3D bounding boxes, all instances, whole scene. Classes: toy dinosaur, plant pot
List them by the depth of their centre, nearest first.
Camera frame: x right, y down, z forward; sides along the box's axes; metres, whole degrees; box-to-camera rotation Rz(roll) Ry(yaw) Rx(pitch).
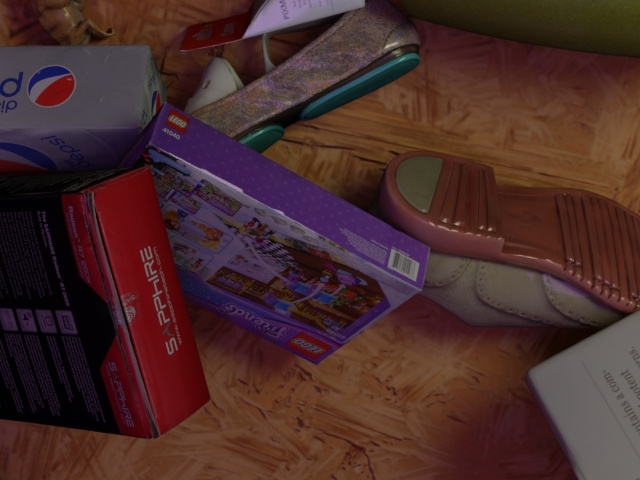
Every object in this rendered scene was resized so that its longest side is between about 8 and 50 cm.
[{"bbox_3d":[0.221,-0.287,1.131,0.293,0.275,0.275,-4,105,16],"label":"plant pot"},{"bbox_3d":[-0.266,-0.245,1.217,0.112,0.064,0.211,-32,102,9],"label":"toy dinosaur"}]

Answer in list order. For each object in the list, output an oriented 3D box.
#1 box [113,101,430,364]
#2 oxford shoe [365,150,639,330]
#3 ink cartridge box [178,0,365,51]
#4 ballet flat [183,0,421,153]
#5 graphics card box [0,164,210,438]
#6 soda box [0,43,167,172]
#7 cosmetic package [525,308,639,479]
[{"bbox_3d":[-0.070,0.003,1.189,0.293,0.057,0.201,29,142,-18],"label":"box"},{"bbox_3d":[0.224,0.029,1.281,0.397,0.140,0.146,21,134,-11],"label":"oxford shoe"},{"bbox_3d":[-0.050,-0.233,1.181,0.179,0.145,0.045,-12,110,3],"label":"ink cartridge box"},{"bbox_3d":[-0.052,-0.151,1.237,0.316,0.107,0.106,-29,83,1],"label":"ballet flat"},{"bbox_3d":[-0.286,0.056,1.178,0.371,0.094,0.233,-2,108,38],"label":"graphics card box"},{"bbox_3d":[-0.300,-0.127,1.200,0.286,0.091,0.098,0,65,6],"label":"soda box"},{"bbox_3d":[0.469,0.228,1.162,0.393,0.329,0.327,-29,130,7],"label":"cosmetic package"}]
